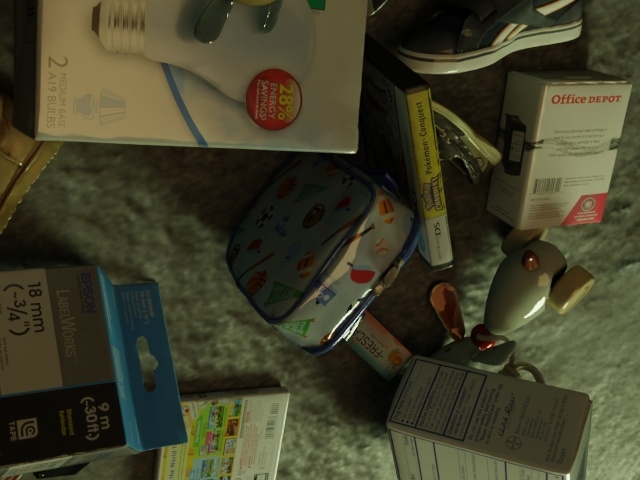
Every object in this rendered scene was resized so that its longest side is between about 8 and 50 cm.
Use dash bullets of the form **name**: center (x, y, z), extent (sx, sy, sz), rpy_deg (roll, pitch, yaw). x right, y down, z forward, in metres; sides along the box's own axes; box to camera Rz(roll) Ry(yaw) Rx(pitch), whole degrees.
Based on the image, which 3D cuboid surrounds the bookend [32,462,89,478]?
- **bookend**: center (-0.380, 0.242, 1.222), extent (0.072, 0.156, 0.157), rpy_deg (-38, 79, -6)

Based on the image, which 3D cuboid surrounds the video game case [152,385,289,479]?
- **video game case**: center (-0.162, 0.342, 1.412), extent (0.206, 0.026, 0.227), rpy_deg (-1, 113, -26)

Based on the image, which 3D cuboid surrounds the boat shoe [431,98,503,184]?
- **boat shoe**: center (0.187, -0.151, 1.327), extent (0.223, 0.080, 0.073), rpy_deg (28, 93, -37)

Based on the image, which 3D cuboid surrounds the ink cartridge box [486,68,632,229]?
- **ink cartridge box**: center (0.376, -0.148, 1.407), extent (0.171, 0.100, 0.237), rpy_deg (-6, 115, -24)

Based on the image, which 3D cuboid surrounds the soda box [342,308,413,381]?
- **soda box**: center (0.069, 0.148, 1.416), extent (0.063, 0.058, 0.183), rpy_deg (-46, 123, -1)

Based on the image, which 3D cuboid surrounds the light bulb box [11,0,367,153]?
- **light bulb box**: center (-0.146, -0.285, 0.989), extent (0.361, 0.225, 0.358), rpy_deg (-1, 102, -25)

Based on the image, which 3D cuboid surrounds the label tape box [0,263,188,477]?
- **label tape box**: center (-0.328, 0.158, 1.108), extent (0.333, 0.106, 0.241), rpy_deg (-4, 70, -29)

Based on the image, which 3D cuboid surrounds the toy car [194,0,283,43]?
- **toy car**: center (-0.071, -0.284, 0.844), extent (0.155, 0.149, 0.188), rpy_deg (-18, 133, -34)

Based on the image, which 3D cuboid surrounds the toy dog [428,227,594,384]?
- **toy dog**: center (0.291, 0.114, 1.436), extent (0.161, 0.220, 0.334), rpy_deg (18, 96, -59)

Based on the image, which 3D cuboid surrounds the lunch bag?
- **lunch bag**: center (0.000, 0.000, 1.171), extent (0.115, 0.303, 0.243), rpy_deg (37, 93, -30)

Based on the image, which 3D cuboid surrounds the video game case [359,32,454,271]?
- **video game case**: center (0.101, -0.127, 1.179), extent (0.035, 0.275, 0.248), rpy_deg (-16, 119, -7)

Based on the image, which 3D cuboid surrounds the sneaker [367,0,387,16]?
- **sneaker**: center (0.103, -0.401, 1.113), extent (0.226, 0.163, 0.086), rpy_deg (-36, 123, 24)

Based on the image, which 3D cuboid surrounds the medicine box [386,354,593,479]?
- **medicine box**: center (0.272, 0.346, 1.425), extent (0.264, 0.289, 0.149), rpy_deg (77, 33, -44)

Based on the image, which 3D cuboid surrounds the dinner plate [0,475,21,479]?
- **dinner plate**: center (-0.484, 0.304, 1.244), extent (0.141, 0.017, 0.141), rpy_deg (-11, 116, -22)

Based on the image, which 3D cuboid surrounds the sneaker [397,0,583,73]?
- **sneaker**: center (0.241, -0.328, 1.250), extent (0.321, 0.126, 0.128), rpy_deg (-22, 125, -28)

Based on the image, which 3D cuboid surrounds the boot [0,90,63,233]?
- **boot**: center (-0.470, -0.121, 1.024), extent (0.269, 0.089, 0.236), rpy_deg (38, 80, -34)
